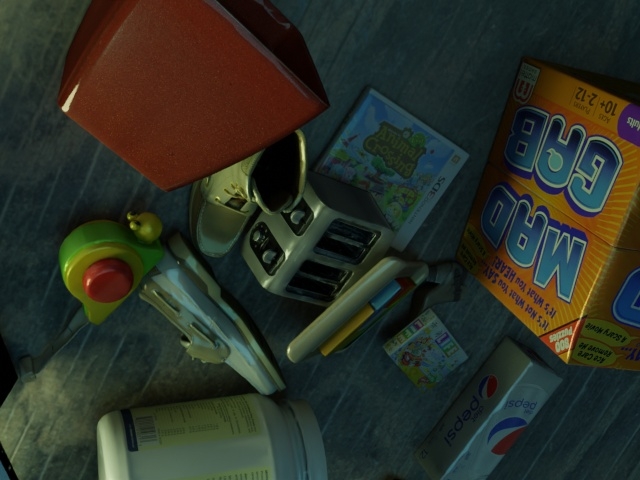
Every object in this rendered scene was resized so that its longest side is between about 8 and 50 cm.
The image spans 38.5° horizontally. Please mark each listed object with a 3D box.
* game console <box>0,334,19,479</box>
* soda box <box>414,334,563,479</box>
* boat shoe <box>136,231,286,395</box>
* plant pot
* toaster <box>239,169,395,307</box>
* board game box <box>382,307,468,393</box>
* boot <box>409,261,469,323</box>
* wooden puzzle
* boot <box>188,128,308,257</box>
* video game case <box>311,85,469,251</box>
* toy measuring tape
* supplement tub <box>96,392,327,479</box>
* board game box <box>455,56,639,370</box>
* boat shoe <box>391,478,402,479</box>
[{"bbox_3d":[-0.487,0.308,1.327,0.043,0.213,0.361,8,134,11],"label":"game console"},{"bbox_3d":[0.300,0.320,1.644,0.091,0.098,0.286,30,100,-28],"label":"soda box"},{"bbox_3d":[-0.167,0.130,1.394,0.103,0.113,0.302,-35,109,0],"label":"boat shoe"},{"bbox_3d":[-0.179,-0.225,1.153,0.235,0.267,0.267,-41,120,16],"label":"plant pot"},{"bbox_3d":[0.000,0.000,1.352,0.185,0.110,0.168,18,119,-38],"label":"toaster"},{"bbox_3d":[0.180,0.190,1.560,0.103,0.026,0.154,-40,136,1],"label":"board game box"},{"bbox_3d":[0.204,0.091,1.539,0.087,0.042,0.119,8,111,-25],"label":"boot"},{"bbox_3d":[0.069,0.111,1.409,0.221,0.044,0.238,-43,165,10],"label":"wooden puzzle"},{"bbox_3d":[-0.101,-0.065,1.267,0.095,0.203,0.262,17,107,-25],"label":"boot"},{"bbox_3d":[0.101,-0.106,1.424,0.212,0.023,0.193,29,101,-28],"label":"video game case"},{"bbox_3d":[-0.353,0.071,1.300,0.330,0.121,0.121,-43,120,13],"label":"toy measuring tape"},{"bbox_3d":[-0.172,0.364,1.420,0.324,0.235,0.236,-4,114,-18],"label":"supplement tub"},{"bbox_3d":[0.483,-0.038,1.396,0.356,0.356,0.356,8,110,-22],"label":"board game box"},{"bbox_3d":[0.211,0.503,1.703,0.227,0.081,0.069,22,109,-24],"label":"boat shoe"}]
